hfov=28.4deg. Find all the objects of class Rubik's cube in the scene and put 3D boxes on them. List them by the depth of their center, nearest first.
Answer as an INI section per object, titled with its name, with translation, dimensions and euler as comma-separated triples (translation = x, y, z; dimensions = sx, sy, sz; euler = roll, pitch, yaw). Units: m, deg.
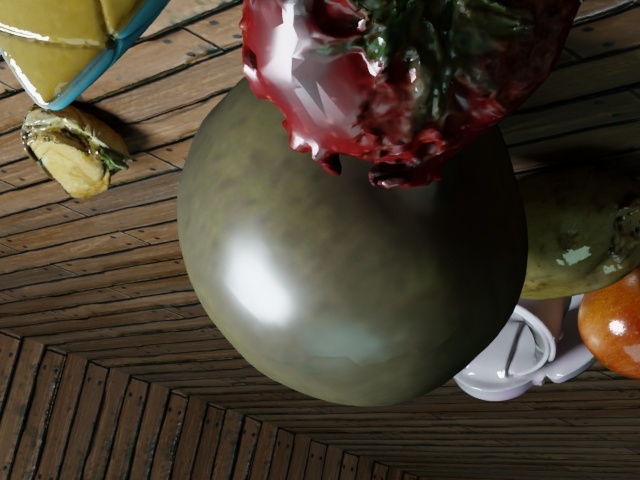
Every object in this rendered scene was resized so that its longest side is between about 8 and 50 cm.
[Rubik's cube]
translation = -0.187, -0.210, 1.038
dimensions = 0.254, 0.254, 0.254
euler = 10, 162, 4

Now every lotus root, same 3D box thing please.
[lotus root]
translation = 0.260, -0.006, 1.475
dimensions = 0.160, 0.146, 0.284
euler = 44, 151, -27

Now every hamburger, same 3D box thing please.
[hamburger]
translation = -0.290, -0.119, 1.585
dimensions = 0.102, 0.087, 0.176
euler = -6, 151, 16

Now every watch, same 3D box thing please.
[watch]
translation = 0.270, 0.092, 1.777
dimensions = 0.244, 0.196, 0.231
euler = 3, 138, 24

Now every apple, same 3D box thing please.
[apple]
translation = 0.431, 0.107, 1.691
dimensions = 0.163, 0.163, 0.139
euler = 19, 147, -21

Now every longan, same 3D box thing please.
[longan]
translation = 0.035, -0.021, 1.220
dimensions = 0.361, 0.361, 0.361
euler = 10, 162, 4

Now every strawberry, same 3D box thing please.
[strawberry]
translation = 0.059, -0.183, 0.989
dimensions = 0.274, 0.274, 0.220
euler = 19, -162, -22
